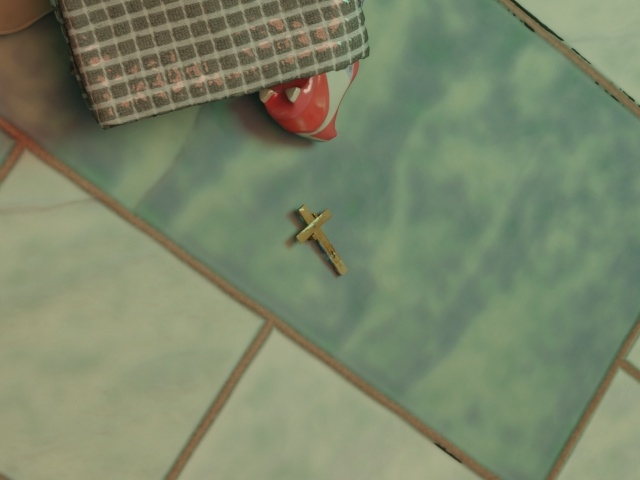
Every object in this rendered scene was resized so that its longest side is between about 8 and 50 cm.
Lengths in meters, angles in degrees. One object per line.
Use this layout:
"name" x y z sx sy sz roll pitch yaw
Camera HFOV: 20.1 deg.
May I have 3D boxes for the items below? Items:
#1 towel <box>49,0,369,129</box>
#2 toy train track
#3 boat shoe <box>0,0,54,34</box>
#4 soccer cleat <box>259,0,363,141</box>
"towel" -0.113 -0.242 1.650 0.284 0.121 0.235 -16 115 0
"toy train track" 0.000 0.000 1.825 0.048 0.014 0.083 -42 109 -26
"boat shoe" -0.279 -0.233 1.708 0.125 0.038 0.046 -29 130 -17
"soccer cleat" 0.010 -0.220 1.813 0.095 0.083 0.248 35 67 -49
